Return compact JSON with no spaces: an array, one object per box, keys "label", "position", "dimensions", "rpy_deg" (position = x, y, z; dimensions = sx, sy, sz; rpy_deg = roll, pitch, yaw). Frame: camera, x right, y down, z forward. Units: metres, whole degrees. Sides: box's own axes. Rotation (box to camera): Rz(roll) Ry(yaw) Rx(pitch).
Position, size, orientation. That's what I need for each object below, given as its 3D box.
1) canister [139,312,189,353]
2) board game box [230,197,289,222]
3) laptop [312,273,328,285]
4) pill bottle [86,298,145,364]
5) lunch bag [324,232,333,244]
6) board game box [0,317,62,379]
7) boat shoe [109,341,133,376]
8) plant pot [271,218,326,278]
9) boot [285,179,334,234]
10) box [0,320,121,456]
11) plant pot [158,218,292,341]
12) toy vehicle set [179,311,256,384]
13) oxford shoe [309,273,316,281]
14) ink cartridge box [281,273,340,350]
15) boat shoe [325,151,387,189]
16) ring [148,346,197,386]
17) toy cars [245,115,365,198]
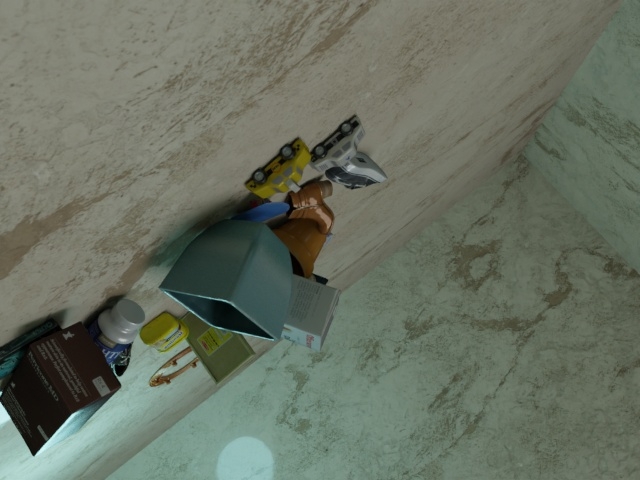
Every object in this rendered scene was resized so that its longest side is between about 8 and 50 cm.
[{"label":"canister","position":[-0.513,0.305,1.885],"dimensions":[0.126,0.073,0.170],"rpy_deg":[-37,164,-9]},{"label":"board game box","position":[-0.169,-0.086,1.576],"dimensions":[0.169,0.033,0.133],"rpy_deg":[-21,166,21]},{"label":"laptop","position":[-0.136,0.224,2.451],"dimensions":[0.234,0.264,0.136],"rpy_deg":[123,-14,-53]},{"label":"pill bottle","position":[-0.552,0.244,1.513],"dimensions":[0.187,0.112,0.112],"rpy_deg":[-45,165,20]},{"label":"lunch bag","position":[0.000,0.000,2.272],"dimensions":[0.071,0.053,0.083],"rpy_deg":[-24,150,-52]},{"label":"board game box","position":[-0.704,0.262,1.361],"dimensions":[0.186,0.026,0.126],"rpy_deg":[-33,165,-22]},{"label":"boat shoe","position":[-0.604,0.340,1.757],"dimensions":[0.084,0.079,0.233],"rpy_deg":[-22,157,-45]},{"label":"plant pot","position":[-0.083,0.019,1.869],"dimensions":[0.188,0.205,0.205],"rpy_deg":[-48,174,-36]},{"label":"boot","position":[-0.037,-0.087,1.773],"dimensions":[0.152,0.073,0.197],"rpy_deg":[-22,124,-31]},{"label":"box","position":[-0.654,0.378,1.420],"dimensions":[0.143,0.191,0.381],"rpy_deg":[-27,168,-49]},{"label":"plant pot","position":[-0.213,0.085,1.502],"dimensions":[0.248,0.247,0.252],"rpy_deg":[50,55,-48]},{"label":"toy vehicle set","position":[-0.363,0.339,1.970],"dimensions":[0.166,0.267,0.035],"rpy_deg":[-39,165,4]},{"label":"oxford shoe","position":[-0.191,0.188,2.130],"dimensions":[0.397,0.140,0.146],"rpy_deg":[-24,139,-24]},{"label":"ink cartridge box","position":[-0.149,0.192,1.770],"dimensions":[0.279,0.385,0.160],"rpy_deg":[93,16,-70]},{"label":"boat shoe","position":[0.111,-0.208,1.791],"dimensions":[0.102,0.108,0.301],"rpy_deg":[-45,162,22]},{"label":"ring","position":[-0.594,0.539,2.500],"dimensions":[0.337,0.032,0.336],"rpy_deg":[-35,166,-10]},{"label":"toy cars","position":[-0.016,-0.204,1.517],"dimensions":[0.394,0.087,0.176],"rpy_deg":[-29,163,-35]}]
